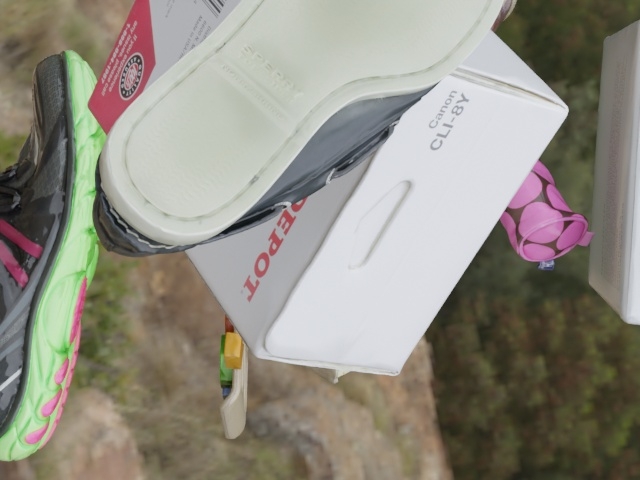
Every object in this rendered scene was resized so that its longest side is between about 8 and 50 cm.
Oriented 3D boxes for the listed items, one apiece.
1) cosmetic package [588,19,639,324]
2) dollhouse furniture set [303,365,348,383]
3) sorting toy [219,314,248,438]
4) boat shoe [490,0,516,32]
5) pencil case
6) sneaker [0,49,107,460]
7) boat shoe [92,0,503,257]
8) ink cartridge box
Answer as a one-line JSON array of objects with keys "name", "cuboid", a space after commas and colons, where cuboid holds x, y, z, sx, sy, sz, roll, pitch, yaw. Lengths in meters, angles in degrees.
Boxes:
[{"name": "cosmetic package", "cuboid": [0.491, -0.076, 1.772, 0.394, 0.329, 0.327, -46, 138, -84]}, {"name": "dollhouse furniture set", "cuboid": [0.056, 0.099, 2.354, 0.182, 0.101, 0.161, -25, 119, -28]}, {"name": "sorting toy", "cuboid": [-0.109, 0.110, 1.962, 0.307, 0.041, 0.229, 93, 3, -71]}, {"name": "boat shoe", "cuboid": [0.133, -0.384, 1.728, 0.123, 0.123, 0.342, -64, 138, -64]}, {"name": "pencil case", "cuboid": [0.227, -0.073, 1.767, 0.098, 0.095, 0.209, -6, 54, -24]}, {"name": "sneaker", "cuboid": [-0.357, 0.005, 1.790, 0.202, 0.185, 0.483, 13, 82, -3]}, {"name": "boat shoe", "cuboid": [-0.015, -0.095, 0.980, 0.127, 0.113, 0.340, 44, 57, -2]}, {"name": "ink cartridge box", "cuboid": [-0.013, -0.112, 1.301, 0.160, 0.279, 0.385, 11, 29, -38]}]
